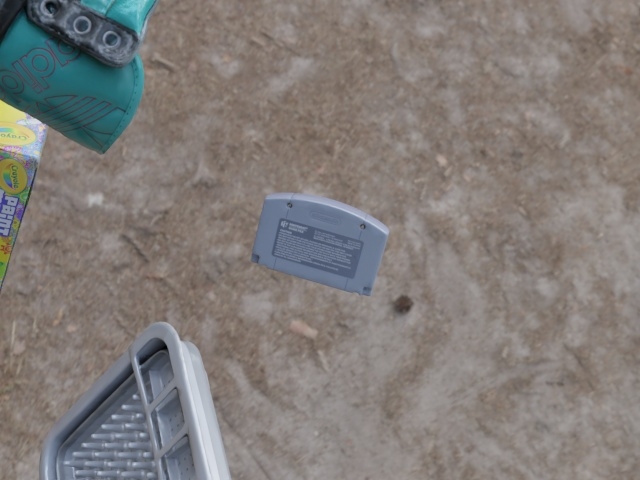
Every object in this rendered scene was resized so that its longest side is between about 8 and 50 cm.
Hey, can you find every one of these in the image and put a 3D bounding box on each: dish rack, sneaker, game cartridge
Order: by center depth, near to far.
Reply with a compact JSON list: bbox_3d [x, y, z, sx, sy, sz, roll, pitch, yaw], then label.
[{"bbox_3d":[-0.186,-0.103,0.477,0.178,0.124,0.295,48,61,-11],"label":"sneaker"},{"bbox_3d":[0.000,0.000,0.595,0.083,0.056,0.017,17,25,4],"label":"game cartridge"},{"bbox_3d":[-0.207,0.284,1.045,0.072,0.333,0.285,14,45,-42],"label":"dish rack"}]

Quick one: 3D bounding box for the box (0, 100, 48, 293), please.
[{"bbox_3d":[-0.445,-0.124,1.162,0.177,0.290,0.279,15,45,-19],"label":"box"}]
